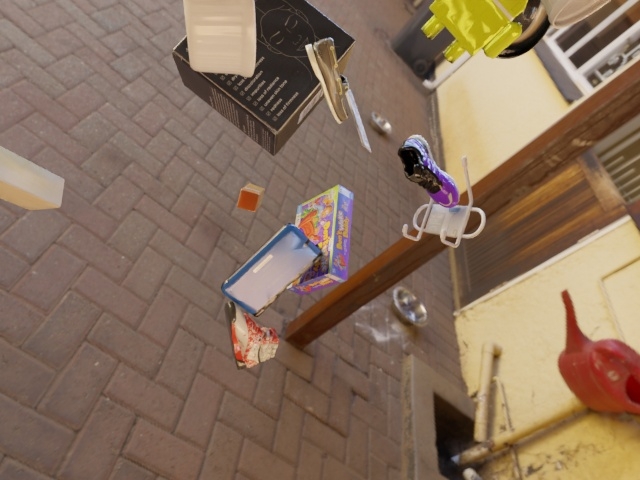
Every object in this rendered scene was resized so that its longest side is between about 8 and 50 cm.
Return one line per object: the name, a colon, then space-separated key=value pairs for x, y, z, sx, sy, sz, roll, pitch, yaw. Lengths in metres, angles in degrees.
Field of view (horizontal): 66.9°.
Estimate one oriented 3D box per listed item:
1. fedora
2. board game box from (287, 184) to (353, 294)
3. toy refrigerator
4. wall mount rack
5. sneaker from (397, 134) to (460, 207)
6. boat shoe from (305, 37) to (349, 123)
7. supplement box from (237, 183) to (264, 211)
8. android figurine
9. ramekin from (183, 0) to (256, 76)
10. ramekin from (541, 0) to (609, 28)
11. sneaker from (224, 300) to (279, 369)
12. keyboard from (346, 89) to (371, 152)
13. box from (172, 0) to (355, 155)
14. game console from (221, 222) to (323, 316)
fedora: x=0.517 y=-0.686 z=1.408 sx=0.152 sy=0.334 sz=0.334 roll=-12 pitch=63 yaw=-22
board game box: x=0.000 y=0.000 z=1.737 sx=0.078 sy=0.233 sz=0.347 roll=27 pitch=56 yaw=-34
toy refrigerator: x=-0.789 y=-0.165 z=1.223 sx=0.269 sy=0.102 sz=0.094 roll=48 pitch=39 yaw=-69
wall mount rack: x=0.438 y=-0.137 z=1.757 sx=0.130 sy=0.350 sz=0.304 roll=21 pitch=85 yaw=-32
sneaker: x=0.362 y=-0.222 z=1.689 sx=0.293 sy=0.102 sz=0.146 roll=55 pitch=42 yaw=2
boat shoe: x=0.045 y=-0.522 z=1.609 sx=0.305 sy=0.091 sz=0.109 roll=60 pitch=11 yaw=-46
supplement box: x=-0.277 y=-0.175 z=1.957 sx=0.080 sy=0.078 sz=0.233 roll=14 pitch=12 yaw=-5
android figurine: x=0.384 y=-0.572 z=1.179 sx=0.248 sy=0.273 sz=0.056 roll=47 pitch=40 yaw=-7
ramekin: x=-0.222 y=-0.491 z=1.031 sx=0.135 sy=0.277 sz=0.277 roll=-7 pitch=56 yaw=-13
ramekin: x=0.607 y=-0.604 z=1.114 sx=0.207 sy=0.207 sz=0.109 roll=-13 pitch=74 yaw=-54
sneaker: x=-0.213 y=0.282 z=1.523 sx=0.145 sy=0.270 sz=0.090 roll=-14 pitch=34 yaw=-17
keyboard: x=0.133 y=-0.437 z=1.733 sx=0.072 sy=0.014 sz=0.256 roll=12 pitch=59 yaw=-61
box: x=-0.209 y=-0.675 z=1.847 sx=0.471 sy=0.480 sz=0.297 roll=39 pitch=-10 yaw=-2
game console: x=-0.150 y=0.080 z=1.535 sx=0.250 sy=0.293 sz=0.173 roll=45 pitch=2 yaw=-37
